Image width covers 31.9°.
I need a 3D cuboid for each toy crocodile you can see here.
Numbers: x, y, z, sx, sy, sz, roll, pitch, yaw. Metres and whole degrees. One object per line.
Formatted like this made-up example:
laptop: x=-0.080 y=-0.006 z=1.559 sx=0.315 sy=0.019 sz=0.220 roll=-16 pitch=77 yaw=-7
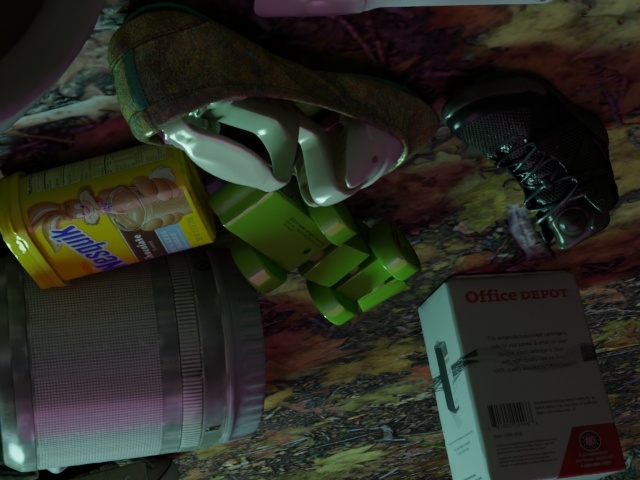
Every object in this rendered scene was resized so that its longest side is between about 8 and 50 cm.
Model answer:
toy crocodile: x=0.000 y=0.000 z=1.157 sx=0.115 sy=0.105 sz=0.340 roll=-37 pitch=146 yaw=17

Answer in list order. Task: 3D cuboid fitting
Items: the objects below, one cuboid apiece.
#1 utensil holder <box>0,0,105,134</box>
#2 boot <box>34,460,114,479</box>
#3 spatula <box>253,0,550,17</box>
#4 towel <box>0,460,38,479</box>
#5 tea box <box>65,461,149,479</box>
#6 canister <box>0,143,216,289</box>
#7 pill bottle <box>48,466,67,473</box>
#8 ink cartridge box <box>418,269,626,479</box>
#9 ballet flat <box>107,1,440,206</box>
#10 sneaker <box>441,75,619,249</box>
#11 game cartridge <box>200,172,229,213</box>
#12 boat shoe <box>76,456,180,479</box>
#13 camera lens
utensil holder: x=-0.329 y=-0.098 z=0.499 sx=0.327 sy=0.328 sz=0.385 roll=11 pitch=150 yaw=-41
boot: x=-0.350 y=0.235 z=1.453 sx=0.445 sy=0.146 sz=0.367 roll=-24 pitch=163 yaw=36
spatula: x=0.079 y=-0.214 z=0.803 sx=0.242 sy=0.019 sz=0.168 roll=-6 pitch=151 yaw=-14
towel: x=-0.503 y=0.184 z=1.176 sx=0.324 sy=0.056 sz=0.312 roll=15 pitch=172 yaw=38
tea box: x=-0.379 y=0.458 z=1.539 sx=0.329 sy=0.220 sz=0.323 roll=-12 pitch=166 yaw=-12
canister: x=-0.192 y=-0.026 z=1.022 sx=0.170 sy=0.073 sz=0.126 roll=-15 pitch=146 yaw=3
pill bottle: x=-0.345 y=0.176 z=1.287 sx=0.180 sy=0.108 sz=0.108 roll=32 pitch=153 yaw=5
ink cartridge box: x=0.259 y=0.188 z=1.475 sx=0.197 sy=0.273 sz=0.114 roll=-2 pitch=159 yaw=-20
ballet flat: x=-0.022 y=-0.087 z=0.918 sx=0.123 sy=0.123 sz=0.348 roll=-29 pitch=151 yaw=36
sneaker: x=0.207 y=-0.071 z=1.043 sx=0.087 sy=0.130 sz=0.227 roll=-30 pitch=148 yaw=33
game cartridge: x=-0.118 y=-0.042 z=1.103 sx=0.083 sy=0.017 sz=0.056 roll=-23 pitch=158 yaw=25
boat shoe: x=-0.373 y=0.410 z=1.878 sx=0.136 sy=0.156 sz=0.367 roll=-30 pitch=180 yaw=27
camera lens: x=-0.212 y=0.116 z=1.160 sx=0.274 sy=0.219 sz=0.219 roll=-5 pitch=156 yaw=-15
